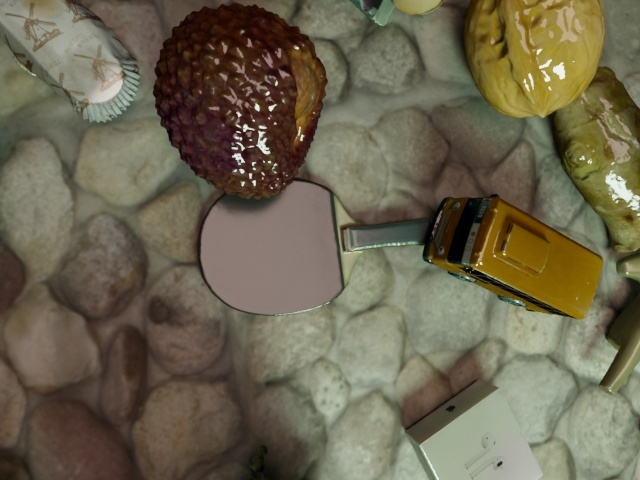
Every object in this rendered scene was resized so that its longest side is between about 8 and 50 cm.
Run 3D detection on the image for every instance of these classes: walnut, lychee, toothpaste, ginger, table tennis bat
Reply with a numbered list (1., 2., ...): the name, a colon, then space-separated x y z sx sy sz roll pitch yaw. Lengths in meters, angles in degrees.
1. walnut: 0.271 -0.262 0.529 0.158 0.159 0.207 -13 93 -14
2. lychee: -0.091 -0.148 0.432 0.187 0.188 0.189 1 86 -13
3. toothpaste: 0.010 -0.368 0.537 0.216 0.037 0.062 31 76 -15
4. ginger: 0.411 -0.111 0.582 0.109 0.116 0.263 -26 99 27
5. table tennis bat: 0.000 0.000 0.516 0.300 0.022 0.174 -7 88 -13

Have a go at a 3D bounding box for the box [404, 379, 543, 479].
1. box: 0.198 0.275 0.530 0.129 0.051 0.130 -28 93 -13

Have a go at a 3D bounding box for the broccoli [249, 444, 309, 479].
1. broccoli: -0.097 0.365 0.379 0.280 0.348 0.293 21 37 19

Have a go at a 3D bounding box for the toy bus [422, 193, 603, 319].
1. toy bus: 0.244 0.023 0.520 0.200 0.114 0.098 24 83 -18

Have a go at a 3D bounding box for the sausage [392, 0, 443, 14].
1. sausage: 0.138 -0.433 0.551 0.071 0.071 0.235 6 84 -13

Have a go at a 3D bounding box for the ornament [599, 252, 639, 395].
1. ornament: 0.497 0.144 0.605 0.230 0.061 0.245 40 80 -6

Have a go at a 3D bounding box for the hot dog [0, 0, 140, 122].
1. hot dog: -0.285 -0.218 0.449 0.192 0.053 0.099 43 77 -5
